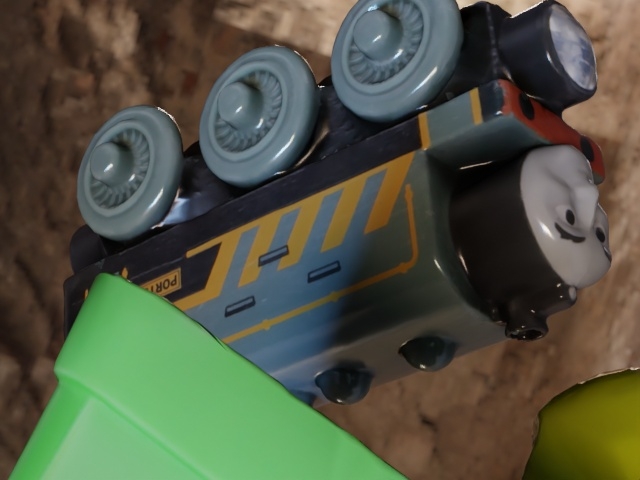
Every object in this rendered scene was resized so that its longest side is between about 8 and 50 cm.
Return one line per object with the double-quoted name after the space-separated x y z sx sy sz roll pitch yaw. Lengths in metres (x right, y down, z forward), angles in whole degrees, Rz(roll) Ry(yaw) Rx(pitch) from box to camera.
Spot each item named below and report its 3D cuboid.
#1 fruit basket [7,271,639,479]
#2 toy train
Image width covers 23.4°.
0.067 0.145 0.570 0.392 0.283 0.392 -45 -24 -26 "fruit basket"
0.000 0.000 0.802 0.142 0.334 0.190 27 -131 -48 "toy train"
